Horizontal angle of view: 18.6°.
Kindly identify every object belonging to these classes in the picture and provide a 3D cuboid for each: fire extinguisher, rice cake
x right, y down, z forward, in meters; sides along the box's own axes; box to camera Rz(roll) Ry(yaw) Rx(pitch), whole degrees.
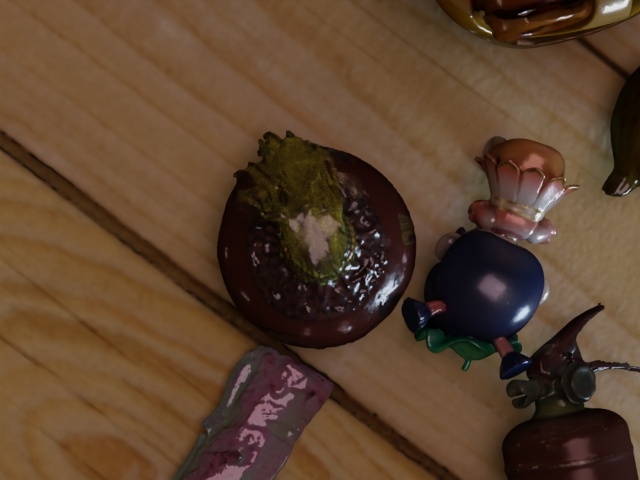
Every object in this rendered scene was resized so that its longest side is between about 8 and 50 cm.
[{"bbox_3d":[0.223,0.221,1.561,0.147,0.106,0.337,-8,88,-40],"label":"fire extinguisher"},{"bbox_3d":[-0.102,0.205,1.516,0.081,0.051,0.290,41,80,-7],"label":"rice cake"}]

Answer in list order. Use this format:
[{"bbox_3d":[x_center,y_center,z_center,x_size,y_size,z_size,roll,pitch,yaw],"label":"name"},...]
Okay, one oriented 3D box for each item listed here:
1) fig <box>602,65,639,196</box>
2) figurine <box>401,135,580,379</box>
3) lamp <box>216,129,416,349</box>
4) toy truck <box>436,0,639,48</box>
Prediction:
[{"bbox_3d":[0.285,-0.086,1.584,0.109,0.103,0.154,33,72,15],"label":"fig"},{"bbox_3d":[0.134,0.008,1.550,0.111,0.102,0.195,18,84,-1],"label":"figurine"},{"bbox_3d":[-0.002,0.005,1.505,0.157,0.135,0.156,22,84,-8],"label":"lamp"},{"bbox_3d":[0.192,-0.263,1.524,0.288,0.211,0.204,-16,89,-15],"label":"toy truck"}]
